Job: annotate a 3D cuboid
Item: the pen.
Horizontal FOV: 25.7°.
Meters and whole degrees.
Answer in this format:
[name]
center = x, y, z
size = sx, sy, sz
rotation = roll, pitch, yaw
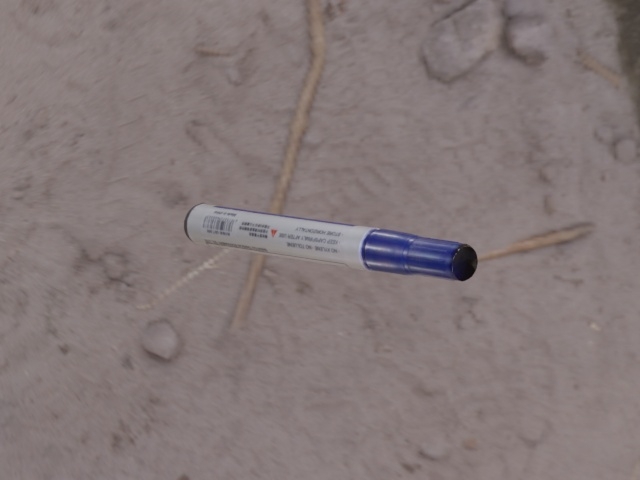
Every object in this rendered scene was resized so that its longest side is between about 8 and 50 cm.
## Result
[pen]
center = 0.000, 0.000, 0.747
size = 0.025, 0.204, 0.025
rotation = -8, 101, -44
